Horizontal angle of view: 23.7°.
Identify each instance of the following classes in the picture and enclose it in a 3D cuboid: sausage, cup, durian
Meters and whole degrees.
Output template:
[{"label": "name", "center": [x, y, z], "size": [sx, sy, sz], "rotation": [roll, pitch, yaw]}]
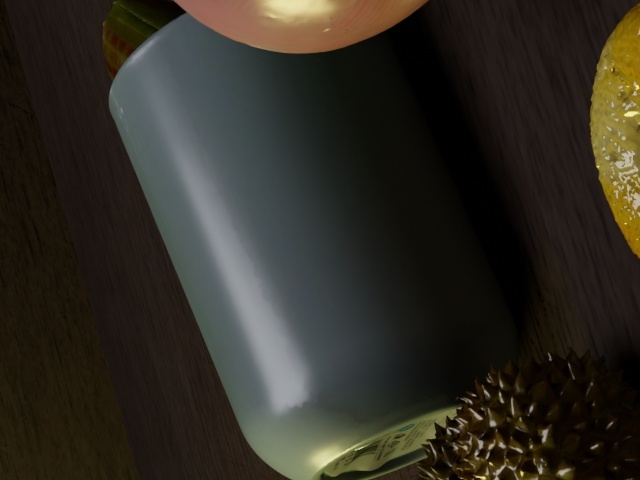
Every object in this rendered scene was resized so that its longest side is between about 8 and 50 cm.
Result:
[{"label": "sausage", "center": [-0.156, -0.178, 1.515], "size": [0.117, 0.125, 0.317], "rotation": [-60, 27, 3]}, {"label": "cup", "center": [0.000, 0.000, 1.050], "size": [0.205, 0.205, 0.312], "rotation": [114, 136, -64]}, {"label": "durian", "center": [0.130, 0.141, 0.879], "size": [0.158, 0.137, 0.168], "rotation": [81, 163, -51]}]

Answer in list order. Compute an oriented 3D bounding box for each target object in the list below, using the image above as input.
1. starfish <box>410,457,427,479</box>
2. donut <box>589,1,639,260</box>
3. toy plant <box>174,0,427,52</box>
[{"label": "starfish", "center": [0.069, 0.221, 1.188], "size": [0.053, 0.150, 0.210], "rotation": [38, 132, 10]}, {"label": "donut", "center": [0.183, -0.035, 0.658], "size": [0.190, 0.074, 0.174], "rotation": [-122, 24, -43]}, {"label": "toy plant", "center": [0.037, -0.262, 0.721], "size": [0.356, 0.210, 0.317], "rotation": [-43, 61, 57]}]
